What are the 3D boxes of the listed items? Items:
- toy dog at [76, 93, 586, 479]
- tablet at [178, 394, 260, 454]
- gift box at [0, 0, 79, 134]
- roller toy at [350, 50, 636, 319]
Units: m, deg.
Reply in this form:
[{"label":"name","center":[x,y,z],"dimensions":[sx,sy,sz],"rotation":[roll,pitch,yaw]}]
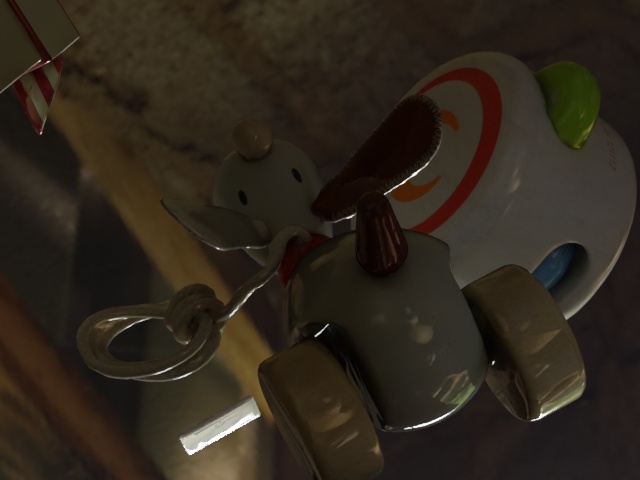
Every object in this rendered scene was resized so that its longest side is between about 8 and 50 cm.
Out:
[{"label":"toy dog","center":[0.000,0.000,0.942],"dimensions":[0.220,0.334,0.161],"rotation":[-35,-53,-29]},{"label":"tablet","center":[-0.100,0.184,1.652],"dimensions":[0.006,0.083,0.054],"rotation":[57,172,27]},{"label":"gift box","center":[-0.349,-0.146,1.194],"dimensions":[0.276,0.255,0.258],"rotation":[62,-143,-20]},{"label":"roller toy","center":[0.129,-0.028,1.234],"dimensions":[0.146,0.209,0.191],"rotation":[30,-105,-30]}]
